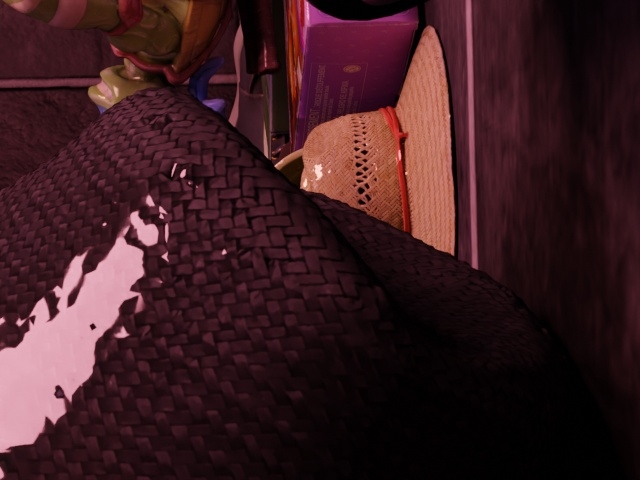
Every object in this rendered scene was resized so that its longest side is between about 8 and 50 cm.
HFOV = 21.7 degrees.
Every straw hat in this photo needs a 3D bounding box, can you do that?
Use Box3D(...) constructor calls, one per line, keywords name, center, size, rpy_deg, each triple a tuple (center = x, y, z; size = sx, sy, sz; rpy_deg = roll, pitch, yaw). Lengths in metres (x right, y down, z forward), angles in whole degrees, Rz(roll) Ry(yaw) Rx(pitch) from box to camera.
Box3D(name="straw hat", center=(0.022, -0.026, 0.754), size=(0.144, 0.061, 0.145), rpy_deg=(178, 90, -86))

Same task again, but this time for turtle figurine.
Box3D(name="turtle figurine", center=(-0.143, -0.206, 0.973), size=(0.198, 0.274, 0.266), rpy_deg=(-16, -49, -62))

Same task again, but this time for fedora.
Box3D(name="fedora", center=(-0.028, 0.051, 0.512), size=(0.152, 0.334, 0.334), rpy_deg=(-58, 7, 3))

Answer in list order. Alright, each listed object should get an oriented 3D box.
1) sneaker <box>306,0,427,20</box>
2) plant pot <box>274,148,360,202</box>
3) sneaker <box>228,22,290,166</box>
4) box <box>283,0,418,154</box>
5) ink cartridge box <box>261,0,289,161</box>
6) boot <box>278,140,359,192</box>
Box3D(name="sneaker", center=(0.012, -0.147, 0.487), size=(0.148, 0.131, 0.350), rpy_deg=(64, -166, -15))
Box3D(name="plant pot", center=(0.010, -0.007, 0.891), size=(0.079, 0.083, 0.083), rpy_deg=(12, -104, -81))
Box3D(name="sneaker", center=(-0.012, -0.086, 1.245), size=(0.222, 0.083, 0.118), rpy_deg=(104, 146, -51))
Box3D(name="box", center=(0.007, -0.208, 0.905), size=(0.201, 0.057, 0.293), rpy_deg=(101, 167, -72))
Box3D(name="ink cartridge box", center=(-0.008, -0.137, 1.105), size=(0.109, 0.062, 0.209), rpy_deg=(-102, 11, -64))
Box3D(name="boot", center=(0.000, 0.000, 0.981), size=(0.087, 0.042, 0.118), rpy_deg=(47, -135, -37))
